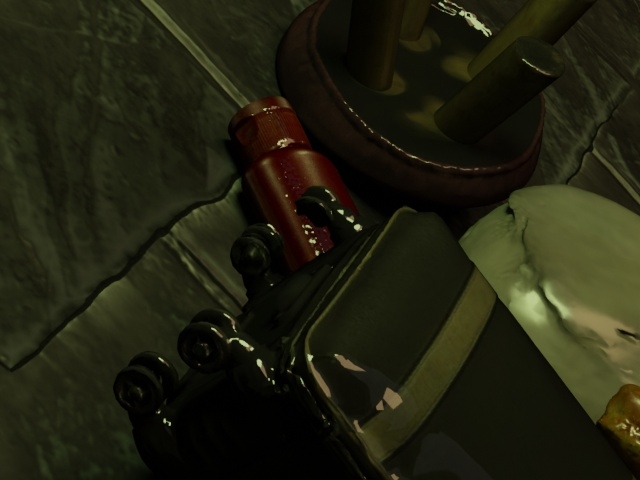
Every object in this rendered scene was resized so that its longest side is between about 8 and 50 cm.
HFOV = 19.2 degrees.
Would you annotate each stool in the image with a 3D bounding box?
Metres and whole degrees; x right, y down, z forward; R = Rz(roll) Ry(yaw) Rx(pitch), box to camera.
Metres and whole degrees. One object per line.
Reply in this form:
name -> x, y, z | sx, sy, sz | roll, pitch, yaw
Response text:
stool -> 0.113, -0.179, 1.741 | 0.272, 0.178, 0.272 | 18, 41, -16

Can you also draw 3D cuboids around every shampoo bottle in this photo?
shampoo bottle -> 0.000, 0.000, 1.554 | 0.102, 0.064, 0.260 | 5, 50, -48

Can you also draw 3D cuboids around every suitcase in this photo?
suitcase -> 0.082, 0.179, 1.285 | 0.434, 0.194, 0.283 | 53, 30, -8

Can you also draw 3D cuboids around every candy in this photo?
candy -> 0.221, 0.086, 1.613 | 0.295, 0.185, 0.295 | 21, 34, -15

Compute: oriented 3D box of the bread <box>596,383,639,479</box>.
bread -> 0.308, 0.217, 1.376 | 0.271, 0.077, 0.139 | 45, -2, 27
